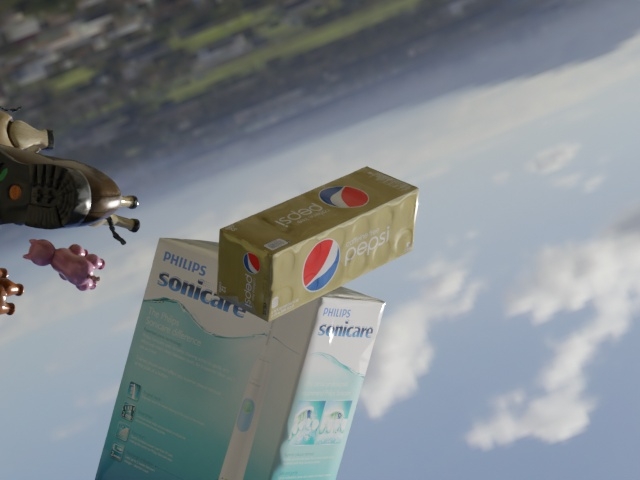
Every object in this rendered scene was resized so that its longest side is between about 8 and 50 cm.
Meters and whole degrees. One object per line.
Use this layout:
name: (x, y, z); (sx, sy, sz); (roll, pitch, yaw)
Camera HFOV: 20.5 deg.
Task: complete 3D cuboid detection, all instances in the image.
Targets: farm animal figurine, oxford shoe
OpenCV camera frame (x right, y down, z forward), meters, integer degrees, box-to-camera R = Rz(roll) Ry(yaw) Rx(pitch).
farm animal figurine: (-0.440, -0.057, 2.489); (0.330, 0.326, 0.172); (-36, 151, 27)
oxford shoe: (-0.287, -0.051, 1.753); (0.227, 0.082, 0.096); (18, -168, 37)

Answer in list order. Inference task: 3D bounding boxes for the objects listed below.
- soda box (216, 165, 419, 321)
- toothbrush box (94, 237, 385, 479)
soda box: (0.000, 0.000, 1.415); (0.058, 0.061, 0.181); (25, -147, 35)
toothbrush box: (-0.088, 0.166, 1.812); (0.216, 0.295, 0.126); (18, -173, 34)
